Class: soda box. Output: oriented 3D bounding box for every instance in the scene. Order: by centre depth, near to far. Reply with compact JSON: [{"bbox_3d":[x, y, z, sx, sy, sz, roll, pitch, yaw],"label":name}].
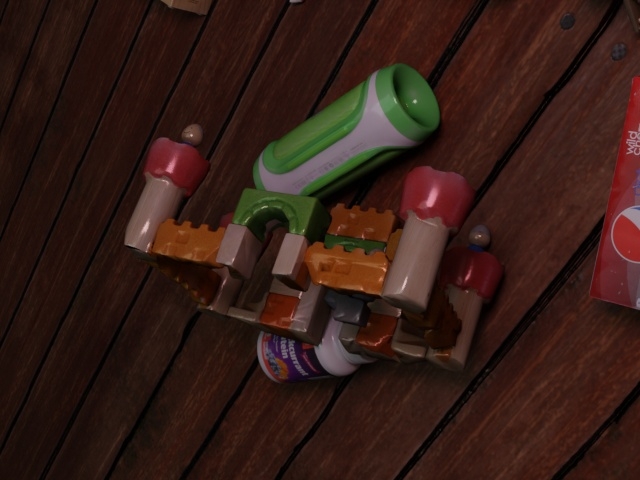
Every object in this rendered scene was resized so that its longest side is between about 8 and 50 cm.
[{"bbox_3d":[0.392,-0.052,0.988,0.092,0.083,0.263,17,102,40],"label":"soda box"}]

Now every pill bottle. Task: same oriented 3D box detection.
[{"bbox_3d":[0.002,0.161,1.328,0.193,0.108,0.108,-16,80,41],"label":"pill bottle"}]

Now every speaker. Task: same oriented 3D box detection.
[{"bbox_3d":[0.032,-0.145,1.281,0.296,0.131,0.131,-29,72,39],"label":"speaker"}]

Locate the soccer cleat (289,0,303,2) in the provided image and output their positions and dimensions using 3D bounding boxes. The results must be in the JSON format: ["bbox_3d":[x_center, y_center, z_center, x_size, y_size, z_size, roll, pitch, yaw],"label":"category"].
[{"bbox_3d":[-0.042,-0.433,1.408,0.036,0.029,0.083,-11,89,38],"label":"soccer cleat"}]

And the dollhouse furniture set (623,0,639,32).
[{"bbox_3d":[0.414,-0.321,0.980,0.182,0.101,0.161,35,89,37],"label":"dollhouse furniture set"}]

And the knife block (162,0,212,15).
[{"bbox_3d":[-0.234,-0.547,1.539,0.276,0.088,0.242,39,115,35],"label":"knife block"}]

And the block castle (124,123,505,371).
[{"bbox_3d":[0.000,0.000,1.143,0.453,0.303,0.212,9,68,27],"label":"block castle"}]
